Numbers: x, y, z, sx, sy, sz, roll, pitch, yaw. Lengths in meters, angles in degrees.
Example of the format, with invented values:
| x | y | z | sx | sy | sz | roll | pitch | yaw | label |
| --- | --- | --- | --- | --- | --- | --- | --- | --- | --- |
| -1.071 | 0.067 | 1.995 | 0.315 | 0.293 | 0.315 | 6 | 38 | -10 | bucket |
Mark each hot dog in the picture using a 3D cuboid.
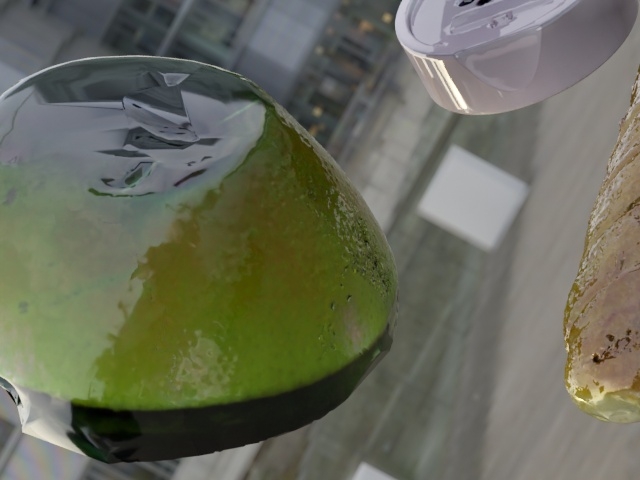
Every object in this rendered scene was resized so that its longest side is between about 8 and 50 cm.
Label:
| x | y | z | sx | sy | sz | roll | pitch | yaw | label |
| --- | --- | --- | --- | --- | --- | --- | --- | --- | --- |
| 0.193 | -0.026 | 1.027 | 0.088 | 0.061 | 0.285 | -35 | 29 | 48 | hot dog |

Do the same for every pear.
| x | y | z | sx | sy | sz | roll | pitch | yaw | label |
| --- | --- | --- | --- | --- | --- | --- | --- | --- | --- |
| -0.132 | -0.022 | 1.369 | 0.399 | 0.399 | 0.165 | -65 | -21 | -55 | pear |

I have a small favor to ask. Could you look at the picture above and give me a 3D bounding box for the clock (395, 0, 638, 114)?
| x | y | z | sx | sy | sz | roll | pitch | yaw | label |
| --- | --- | --- | --- | --- | --- | --- | --- | --- | --- |
| 0.165 | -0.193 | 1.506 | 0.197 | 0.068 | 0.197 | -22 | 34 | 15 | clock |
